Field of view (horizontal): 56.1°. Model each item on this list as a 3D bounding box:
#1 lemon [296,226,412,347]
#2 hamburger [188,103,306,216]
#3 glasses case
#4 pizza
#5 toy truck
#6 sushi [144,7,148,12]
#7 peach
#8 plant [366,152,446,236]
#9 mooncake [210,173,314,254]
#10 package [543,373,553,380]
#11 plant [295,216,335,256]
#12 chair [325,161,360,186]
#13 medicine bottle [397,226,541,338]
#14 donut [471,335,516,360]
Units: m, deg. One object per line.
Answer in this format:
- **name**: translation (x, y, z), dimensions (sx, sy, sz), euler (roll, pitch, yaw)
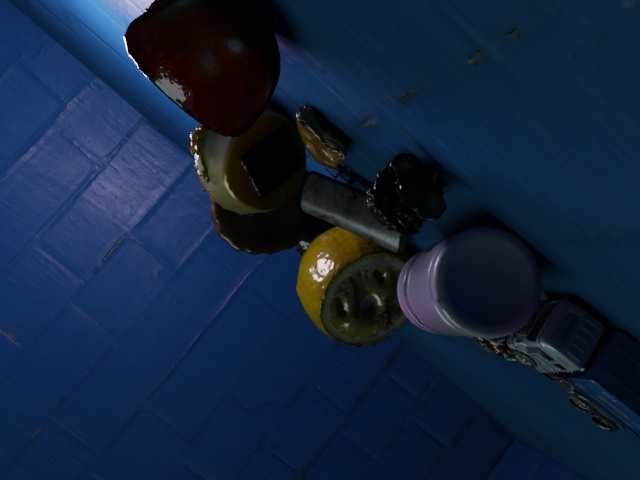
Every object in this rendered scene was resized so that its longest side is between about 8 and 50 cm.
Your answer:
- **lemon**: translation (0.094, 0.106, 1.765), dimensions (0.364, 0.364, 0.364), euler (38, 171, 7)
- **hamburger**: translation (-0.176, -0.206, 1.502), dimensions (0.179, 0.276, 0.294), euler (18, 145, 49)
- **glasses case**: translation (0.086, -0.073, 1.490), dimensions (0.299, 0.114, 0.060), euler (25, -155, 28)
- **pizza**: translation (0.011, -0.223, 1.338), dimensions (0.161, 0.062, 0.182), euler (41, 170, 39)
- **toy truck**: translation (0.568, 0.265, 1.206), dimensions (0.367, 0.146, 0.175), euler (37, 164, 0)
- **sushi**: translation (-0.335, -0.433, 1.510), dimensions (0.124, 0.130, 0.332), euler (29, 173, 29)
- **peach**: translation (-0.188, -0.318, 1.068), dimensions (0.245, 0.248, 0.274), euler (-14, 132, 28)
- **plant**: translation (0.162, -0.085, 1.145), dimensions (0.142, 0.131, 0.203), euler (42, 170, 3)
- **mooncake**: translation (-0.184, -0.113, 1.862), dimensions (0.324, 0.324, 0.187), euler (41, 172, -13)
- **package**: translation (0.569, 0.310, 1.424), dimensions (0.251, 0.062, 0.204), euler (24, -167, -15)
- **plant**: translation (0.000, 0.000, 2.125), dimensions (0.320, 0.181, 0.194), euler (47, 169, -19)
- **chair**: translation (0.054, -0.166, 1.491), dimensions (0.086, 0.037, 0.042), euler (43, 160, 6)
- **medicine bottle**: translation (0.293, 0.095, 1.247), dimensions (0.212, 0.212, 0.325), euler (39, 170, 2)
- **donut**: translation (0.448, 0.224, 1.628), dimensions (0.270, 0.103, 0.269), euler (37, 172, 6)
